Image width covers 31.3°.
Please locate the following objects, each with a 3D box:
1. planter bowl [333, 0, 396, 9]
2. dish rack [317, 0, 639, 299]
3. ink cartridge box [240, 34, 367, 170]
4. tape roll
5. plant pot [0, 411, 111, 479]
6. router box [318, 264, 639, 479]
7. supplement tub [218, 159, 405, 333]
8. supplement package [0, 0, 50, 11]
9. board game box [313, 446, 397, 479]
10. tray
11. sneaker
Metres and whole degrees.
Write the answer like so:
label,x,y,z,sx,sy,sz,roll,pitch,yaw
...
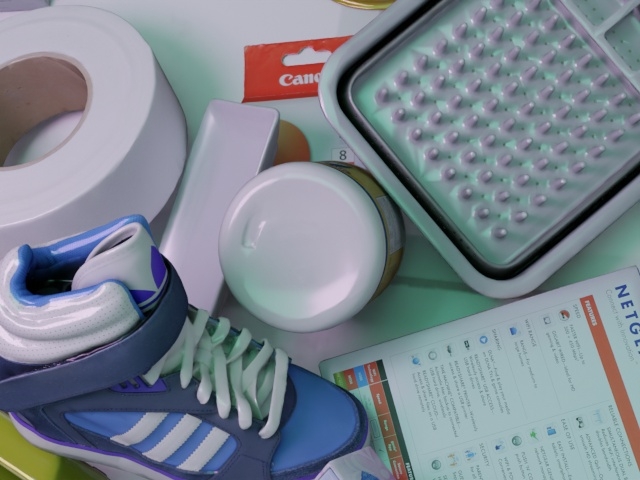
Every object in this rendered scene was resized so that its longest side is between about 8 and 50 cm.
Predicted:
label,x,y,z,sx,sy,sz,roll,pitch,yaw
planter bowl,0.061,-0.362,1.206,0.217,0.090,0.217,-4,73,12
dish rack,0.191,-0.137,1.070,0.333,0.072,0.285,-40,88,-8
ink cartridge box,-0.018,-0.134,1.179,0.145,0.045,0.179,-3,75,12
tape roll,-0.285,-0.105,1.168,0.286,0.100,0.286,-8,57,12
plant pot,-0.327,0.254,1.042,0.228,0.227,0.207,28,75,18
router box,0.185,0.227,0.996,0.301,0.082,0.336,-17,70,8
supplement tub,0.000,0.000,1.033,0.144,0.199,0.144,1,94,11
supplement package,-0.397,-0.385,1.264,0.149,0.203,0.194,-1,72,13
board game box,0.029,0.388,0.915,0.318,0.066,0.319,51,119,21
tray,-0.109,-0.003,1.117,0.145,0.030,0.270,18,90,57
sneaker,-0.107,0.090,0.903,0.322,0.236,0.130,9,48,0
